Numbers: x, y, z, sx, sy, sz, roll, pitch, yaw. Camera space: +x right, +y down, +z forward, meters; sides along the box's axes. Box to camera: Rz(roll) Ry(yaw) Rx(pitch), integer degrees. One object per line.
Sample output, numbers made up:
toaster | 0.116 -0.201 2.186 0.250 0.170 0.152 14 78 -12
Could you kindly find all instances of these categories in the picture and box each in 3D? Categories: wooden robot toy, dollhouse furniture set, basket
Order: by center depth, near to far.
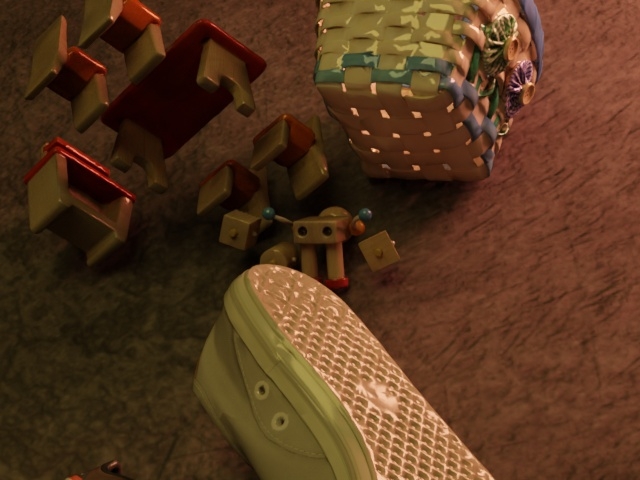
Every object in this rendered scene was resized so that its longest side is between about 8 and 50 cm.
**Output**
wooden robot toy | 0.000 0.000 1.338 0.173 0.076 0.079 1 14 20
dollhouse furniture set | -0.164 -0.106 1.367 0.259 0.262 0.135 -39 35 26
basket | 0.108 -0.213 1.370 0.201 0.255 0.288 -1 66 21

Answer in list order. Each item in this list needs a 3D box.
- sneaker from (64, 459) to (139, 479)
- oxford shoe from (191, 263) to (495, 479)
sneaker | -0.144 0.221 1.159 0.065 0.061 0.158 -34 46 -24
oxford shoe | 0.039 0.203 1.074 0.130 0.169 0.449 -55 49 22
